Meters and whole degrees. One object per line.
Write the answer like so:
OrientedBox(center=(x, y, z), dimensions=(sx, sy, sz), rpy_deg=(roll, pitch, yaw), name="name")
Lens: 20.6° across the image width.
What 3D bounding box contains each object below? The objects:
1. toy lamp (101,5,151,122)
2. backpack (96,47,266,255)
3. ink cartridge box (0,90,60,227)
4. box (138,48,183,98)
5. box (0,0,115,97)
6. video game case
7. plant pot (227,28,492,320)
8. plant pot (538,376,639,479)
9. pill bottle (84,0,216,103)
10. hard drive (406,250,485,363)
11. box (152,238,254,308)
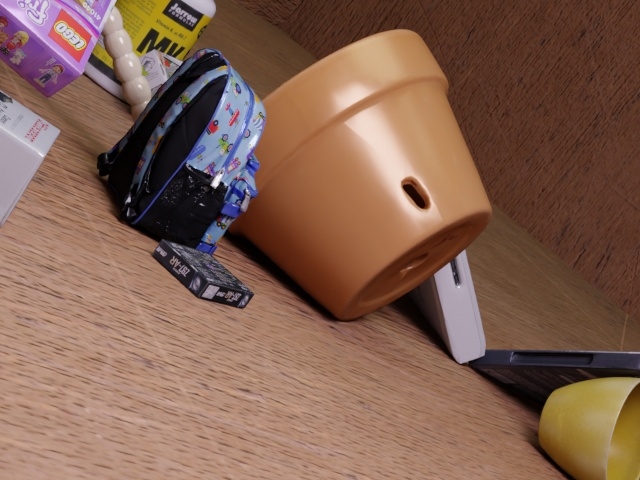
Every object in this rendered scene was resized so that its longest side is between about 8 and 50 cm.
OrientedBox(center=(-0.202, -0.192, 1.783), dimensions=(0.080, 0.080, 0.275), rpy_deg=(-91, 158, -79), name="toy lamp")
OrientedBox(center=(-0.116, -0.089, 1.686), dimensions=(0.117, 0.173, 0.158), rpy_deg=(31, 9, -26), name="backpack")
OrientedBox(center=(-0.298, -0.096, 1.378), dimensions=(0.175, 0.072, 0.127), rpy_deg=(34, 9, -10), name="ink cartridge box")
OrientedBox(center=(-0.152, -0.160, 2.191), dimensions=(0.207, 0.036, 0.114), rpy_deg=(17, 50, -64), name="box")
OrientedBox(center=(-0.308, -0.295, 1.597), dimensions=(0.293, 0.057, 0.201), rpy_deg=(42, 42, -24), name="box")
OrientedBox(center=(0.330, 0.174, 2.034), dimensions=(0.196, 0.026, 0.274), rpy_deg=(30, -20, -32), name="video game case")
OrientedBox(center=(0.043, -0.052, 1.855), dimensions=(0.203, 0.291, 0.291), rpy_deg=(56, 14, 14), name="plant pot")
OrientedBox(center=(0.292, 0.204, 1.898), dimensions=(0.095, 0.134, 0.134), rpy_deg=(13, -3, 30), name="plant pot")
OrientedBox(center=(-0.206, -0.280, 2.213), dimensions=(0.119, 0.208, 0.119), rpy_deg=(34, 9, -7), name="pill bottle")
OrientedBox(center=(0.109, -0.024, 2.174), dimensions=(0.353, 0.047, 0.233), rpy_deg=(-125, -161, -65), name="hard drive")
OrientedBox(center=(-0.106, 0.031, 1.604), dimensions=(0.067, 0.018, 0.083), rpy_deg=(40, 10, 27), name="box")
